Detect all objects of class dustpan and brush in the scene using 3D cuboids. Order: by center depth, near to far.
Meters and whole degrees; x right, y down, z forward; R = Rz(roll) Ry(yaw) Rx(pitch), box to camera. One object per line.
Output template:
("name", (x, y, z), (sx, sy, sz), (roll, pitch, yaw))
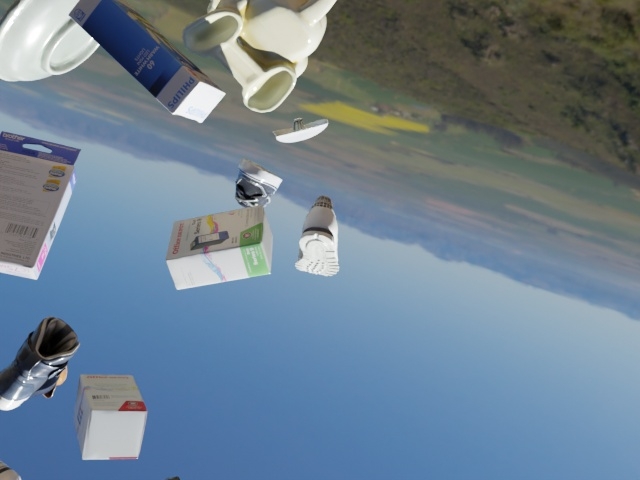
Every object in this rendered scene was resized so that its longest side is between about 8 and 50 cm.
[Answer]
("dustpan and brush", (-0.061, -0.302, 2.074), (0.147, 0.060, 0.211), (-15, 175, -5))

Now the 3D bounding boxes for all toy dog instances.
("toy dog", (-0.115, -0.595, 1.864), (0.284, 0.408, 0.395), (34, 132, -24))

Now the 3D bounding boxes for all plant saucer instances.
("plant saucer", (-0.631, -0.520, 1.891), (0.100, 0.400, 0.400), (45, -177, 0))

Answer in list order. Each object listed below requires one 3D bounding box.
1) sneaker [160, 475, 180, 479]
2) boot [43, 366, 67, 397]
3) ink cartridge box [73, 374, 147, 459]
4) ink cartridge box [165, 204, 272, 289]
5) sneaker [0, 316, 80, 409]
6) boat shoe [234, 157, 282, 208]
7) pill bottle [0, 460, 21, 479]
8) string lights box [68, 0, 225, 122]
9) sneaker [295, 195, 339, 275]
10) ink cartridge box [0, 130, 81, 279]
("sneaker", (-0.240, 0.384, 1.174), (0.035, 0.031, 0.083), (-11, 164, -38))
("boot", (-0.719, 0.361, 2.030), (0.073, 0.197, 0.152), (-14, -137, -12))
("ink cartridge box", (-0.487, 0.401, 1.755), (0.128, 0.127, 0.176), (6, -165, -26))
("ink cartridge box", (-0.219, 0.015, 1.671), (0.212, 0.093, 0.154), (-11, -147, 6))
("sneaker", (-0.488, 0.204, 1.381), (0.086, 0.163, 0.226), (42, -171, -4))
("boat shoe", (-0.164, -0.127, 1.876), (0.108, 0.102, 0.301), (29, 176, -2))
("pill bottle", (-0.521, 0.376, 1.166), (0.169, 0.094, 0.094), (31, -174, 13))
("string lights box", (-0.302, -0.324, 1.343), (0.259, 0.077, 0.133), (43, -170, 7))
("sneaker", (0.000, 0.000, 1.522), (0.090, 0.095, 0.235), (7, 157, -4))
("ink cartridge box", (-0.637, -0.079, 1.608), (0.185, 0.311, 0.065), (12, 150, -2))
